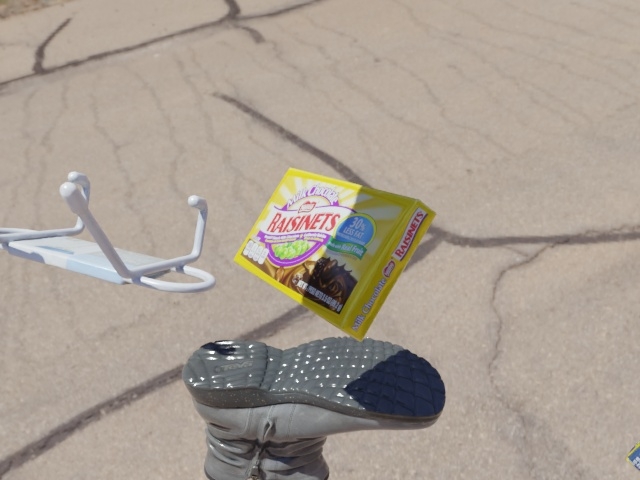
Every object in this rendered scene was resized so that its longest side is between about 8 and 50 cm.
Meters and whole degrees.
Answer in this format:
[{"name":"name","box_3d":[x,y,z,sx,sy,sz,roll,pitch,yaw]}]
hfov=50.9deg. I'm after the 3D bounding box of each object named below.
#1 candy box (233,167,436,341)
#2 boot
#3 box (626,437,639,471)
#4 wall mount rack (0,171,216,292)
[{"name":"candy box","box_3d":[0.000,0.000,0.542,0.105,0.027,0.206,-57,30,-6]},{"name":"boot","box_3d":[-0.004,0.241,0.882,0.338,0.223,0.118,4,35,17]},{"name":"box","box_3d":[0.239,0.135,0.314,0.059,0.054,0.169,-29,58,-35]},{"name":"wall mount rack","box_3d":[-0.305,-0.025,0.831,0.350,0.130,0.304,12,7,17]}]
